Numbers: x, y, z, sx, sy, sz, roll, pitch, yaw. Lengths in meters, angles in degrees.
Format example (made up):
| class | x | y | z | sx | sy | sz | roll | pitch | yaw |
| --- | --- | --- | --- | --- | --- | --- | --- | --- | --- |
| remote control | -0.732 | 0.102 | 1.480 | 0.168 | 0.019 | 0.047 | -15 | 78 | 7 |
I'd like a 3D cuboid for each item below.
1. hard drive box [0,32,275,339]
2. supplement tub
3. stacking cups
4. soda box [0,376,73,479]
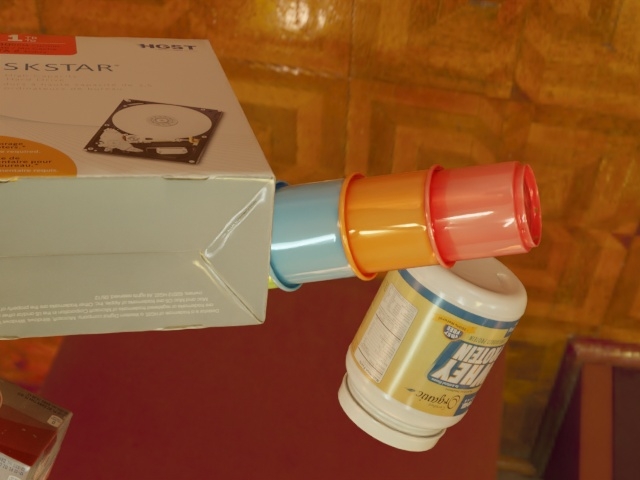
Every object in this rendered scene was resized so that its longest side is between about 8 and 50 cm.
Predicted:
| class | x | y | z | sx | sy | sz | roll | pitch | yaw |
| --- | --- | --- | --- | --- | --- | --- | --- | --- | --- |
| hard drive box | -0.137 | -0.043 | 0.592 | 0.181 | 0.232 | 0.089 | -2 | 117 | -15 |
| supplement tub | 0.114 | 0.107 | 1.098 | 0.144 | 0.144 | 0.200 | 22 | 111 | -8 |
| stacking cups | 0.000 | 0.000 | 0.760 | 0.316 | 0.096 | 0.096 | -4 | 135 | 24 |
| soda box | -0.352 | 0.140 | 0.867 | 0.263 | 0.092 | 0.084 | 26 | 114 | 0 |
